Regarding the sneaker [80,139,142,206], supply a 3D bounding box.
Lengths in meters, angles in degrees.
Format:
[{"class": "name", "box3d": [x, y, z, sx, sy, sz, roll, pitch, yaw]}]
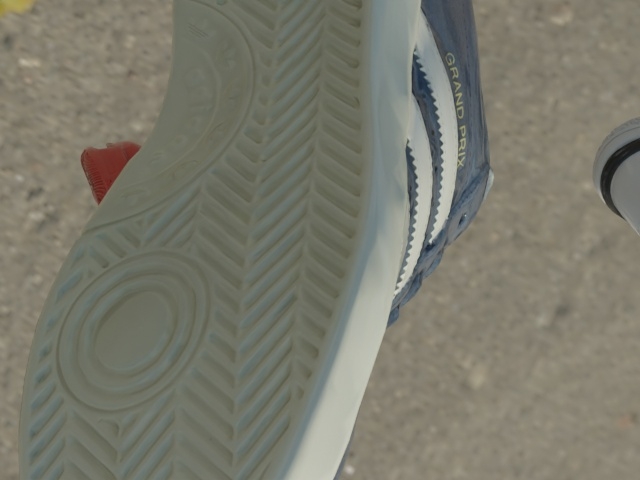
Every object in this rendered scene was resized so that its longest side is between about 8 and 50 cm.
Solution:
[{"class": "sneaker", "box3d": [-0.024, -0.016, 0.911, 0.128, 0.087, 0.221, -26, 161, 6]}]

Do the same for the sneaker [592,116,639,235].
[{"class": "sneaker", "box3d": [0.455, -0.025, 1.804, 0.366, 0.210, 0.137, -1, 125, -8]}]

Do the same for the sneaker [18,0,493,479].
[{"class": "sneaker", "box3d": [0.000, 0.000, 0.704, 0.148, 0.131, 0.350, 52, 44, -48]}]
